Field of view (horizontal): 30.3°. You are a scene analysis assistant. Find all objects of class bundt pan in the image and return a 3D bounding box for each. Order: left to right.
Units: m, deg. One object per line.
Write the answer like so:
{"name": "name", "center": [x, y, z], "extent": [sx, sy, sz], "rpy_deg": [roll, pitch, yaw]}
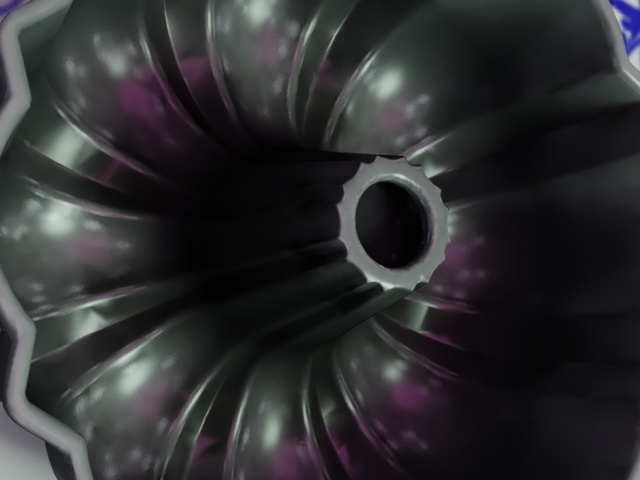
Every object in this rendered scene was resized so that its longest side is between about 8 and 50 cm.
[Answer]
{"name": "bundt pan", "center": [0.000, 0.000, 0.511], "extent": [0.330, 0.124, 0.331], "rpy_deg": [5, 81, -29]}
